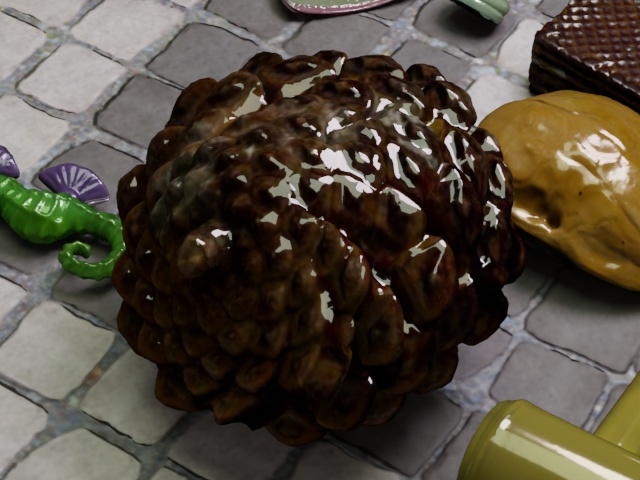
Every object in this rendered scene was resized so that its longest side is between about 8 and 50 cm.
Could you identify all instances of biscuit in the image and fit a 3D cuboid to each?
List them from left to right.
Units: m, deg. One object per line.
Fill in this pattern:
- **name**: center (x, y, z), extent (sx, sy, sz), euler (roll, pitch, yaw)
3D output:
- **biscuit**: center (0.351, -0.085, 1.615), extent (0.388, 0.073, 0.107), euler (33, 56, 25)

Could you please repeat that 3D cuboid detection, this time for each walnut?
- **walnut**: center (0.223, -0.057, 1.550), extent (0.211, 0.087, 0.167), euler (36, 40, 14)

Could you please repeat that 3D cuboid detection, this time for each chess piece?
- **chess piece**: center (0.166, -0.267, 1.728), extent (0.059, 0.059, 0.149), euler (29, 95, 22)

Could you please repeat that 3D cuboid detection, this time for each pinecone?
- **pinecone**: center (0.002, 0.003, 1.412), extent (0.296, 0.242, 0.298), euler (-23, 51, -32)

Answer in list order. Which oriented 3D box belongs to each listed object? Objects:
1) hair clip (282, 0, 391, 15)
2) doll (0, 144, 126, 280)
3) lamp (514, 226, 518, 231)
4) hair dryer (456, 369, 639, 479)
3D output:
- **hair clip**: center (0.027, -0.229, 1.766), extent (0.137, 0.022, 0.054), euler (-12, 49, -13)
- **doll**: center (-0.229, -0.020, 1.553), extent (0.190, 0.050, 0.115), euler (17, 46, 11)
- **lamp**: center (0.137, -0.017, 1.576), extent (0.063, 0.031, 0.083), euler (9, 52, 8)
- **hair dryer**: center (0.220, 0.122, 1.426), extent (0.135, 0.090, 0.279), euler (25, 46, 22)
